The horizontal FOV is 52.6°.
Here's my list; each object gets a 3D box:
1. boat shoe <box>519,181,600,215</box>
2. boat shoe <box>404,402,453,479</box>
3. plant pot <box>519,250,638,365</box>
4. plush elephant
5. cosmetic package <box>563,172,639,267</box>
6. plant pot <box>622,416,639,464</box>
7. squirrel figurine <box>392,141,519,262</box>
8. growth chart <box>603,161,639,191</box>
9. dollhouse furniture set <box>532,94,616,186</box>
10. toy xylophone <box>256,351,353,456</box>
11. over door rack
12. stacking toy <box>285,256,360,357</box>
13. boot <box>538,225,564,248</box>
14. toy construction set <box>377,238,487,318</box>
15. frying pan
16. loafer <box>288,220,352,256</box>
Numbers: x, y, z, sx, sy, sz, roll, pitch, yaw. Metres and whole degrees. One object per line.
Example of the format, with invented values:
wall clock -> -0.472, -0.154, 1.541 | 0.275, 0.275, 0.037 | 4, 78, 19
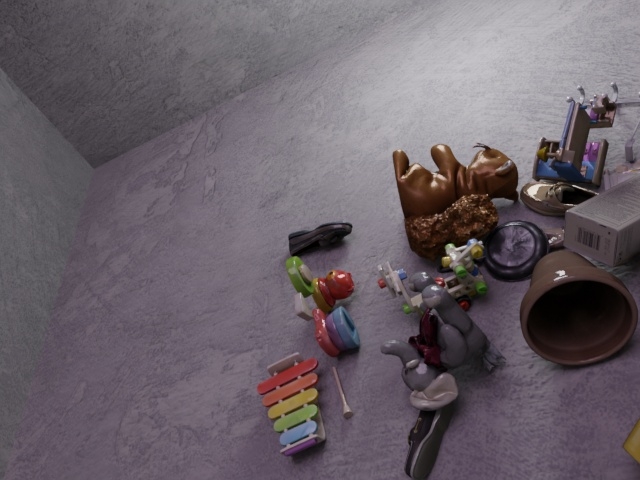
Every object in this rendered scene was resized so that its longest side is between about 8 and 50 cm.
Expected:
boat shoe -> 0.718, -0.128, 1.913 | 0.109, 0.098, 0.302 | -45, 40, -13
boat shoe -> 0.259, 0.492, 1.621 | 0.068, 0.081, 0.228 | 2, 44, 40
plant pot -> 0.623, 0.139, 1.617 | 0.262, 0.263, 0.229 | -19, 25, 19
plush elephant -> 0.283, 0.278, 1.673 | 0.255, 0.330, 0.272 | -42, 12, 3
cosmetic package -> 0.798, -0.059, 1.684 | 0.309, 0.113, 0.160 | -22, 33, -25
plant pot -> 0.745, 0.382, 1.273 | 0.239, 0.254, 0.254 | -49, 39, 6
squirrel figurine -> 0.440, -0.123, 2.017 | 0.370, 0.281, 0.397 | -11, 50, 11
growth chart -> 0.936, -0.167, 1.860 | 0.237, 0.021, 0.172 | -3, 48, 33
dollhouse furniture set -> 0.701, -0.317, 1.894 | 0.198, 0.303, 0.287 | 10, 84, 39
toy xylophone -> -0.046, 0.461, 1.862 | 0.236, 0.081, 0.323 | -32, 39, 2
over door rack -> 0.898, -0.393, 2.053 | 0.239, 0.108, 0.324 | 4, 53, 39
stacking toy -> 0.026, 0.173, 1.957 | 0.130, 0.279, 0.309 | -27, 44, 12
boot -> 0.681, -0.021, 1.880 | 0.086, 0.042, 0.118 | -26, 42, 4
toy construction set -> 0.329, 0.118, 1.843 | 0.327, 0.215, 0.151 | -17, 42, 21
frying pan -> 0.510, 0.018, 1.920 | 0.326, 0.053, 0.197 | 8, 71, 36
loafer -> 0.000, 0.000, 2.314 | 0.267, 0.096, 0.084 | -14, 63, 34
